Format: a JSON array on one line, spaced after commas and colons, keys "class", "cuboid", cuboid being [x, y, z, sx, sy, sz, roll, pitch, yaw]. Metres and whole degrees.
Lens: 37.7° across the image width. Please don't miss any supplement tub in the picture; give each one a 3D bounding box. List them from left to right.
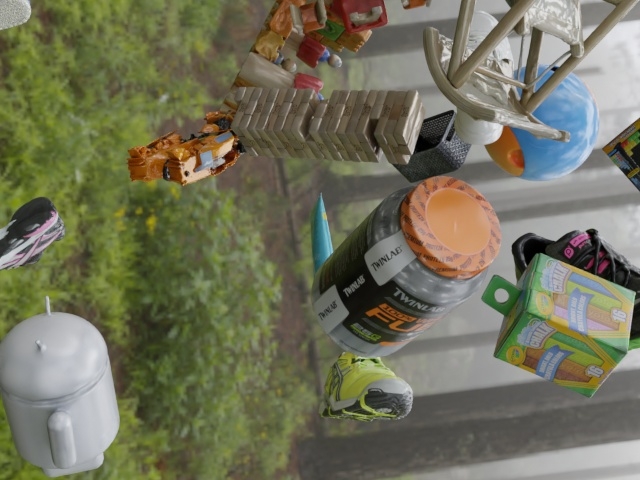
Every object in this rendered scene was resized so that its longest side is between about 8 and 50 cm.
[{"class": "supplement tub", "cuboid": [0.128, 0.042, 1.437, 0.316, 0.193, 0.194, 131, -43, -54]}]

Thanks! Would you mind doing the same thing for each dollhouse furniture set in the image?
[{"class": "dollhouse furniture set", "cuboid": [0.060, -0.519, 1.746, 0.135, 0.262, 0.259, -20, 98, -87]}]

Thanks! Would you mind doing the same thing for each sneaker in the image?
[{"class": "sneaker", "cuboid": [-0.494, -0.331, 1.348, 0.085, 0.152, 0.058, -116, -170, -52]}, {"class": "sneaker", "cuboid": [-0.444, 0.017, 1.351, 0.072, 0.178, 0.077, 58, -3, 33]}, {"class": "sneaker", "cuboid": [0.077, 0.283, 1.869, 0.384, 0.145, 0.147, 148, -51, -71]}, {"class": "sneaker", "cuboid": [0.301, -0.325, 1.708, 0.152, 0.114, 0.305, 81, 11, -55]}, {"class": "sneaker", "cuboid": [0.553, 0.086, 1.903, 0.482, 0.185, 0.202, 11, -46, 57]}]

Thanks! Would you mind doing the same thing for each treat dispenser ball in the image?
[{"class": "treat dispenser ball", "cuboid": [0.539, -0.289, 2.308, 0.288, 0.288, 0.288, 173, -90, -88]}]

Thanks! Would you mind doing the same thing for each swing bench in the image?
[{"class": "swing bench", "cuboid": [0.280, -0.284, 1.283, 0.253, 0.165, 0.255, 3, 116, -55]}]

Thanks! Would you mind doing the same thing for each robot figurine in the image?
[{"class": "robot figurine", "cuboid": [-0.486, 0.278, 1.737, 0.300, 0.199, 0.354, -120, -156, -50]}, {"class": "robot figurine", "cuboid": [-0.220, -0.183, 1.805, 0.291, 0.211, 0.085, -35, 123, -46]}]

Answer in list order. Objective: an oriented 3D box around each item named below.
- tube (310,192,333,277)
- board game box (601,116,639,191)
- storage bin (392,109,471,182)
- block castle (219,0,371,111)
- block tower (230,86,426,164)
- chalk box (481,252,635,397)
[{"class": "tube", "cuboid": [0.000, 0.000, 2.101, 0.080, 0.052, 0.207, 127, -38, -51]}, {"class": "board game box", "cuboid": [0.539, -0.142, 1.421, 0.141, 0.048, 0.170, 51, -45, 7]}, {"class": "storage bin", "cuboid": [0.260, -0.218, 2.193, 0.084, 0.180, 0.122, 42, 59, -26]}, {"class": "block castle", "cuboid": [-0.044, -0.379, 1.990, 0.303, 0.212, 0.453, -64, -171, -8]}, {"class": "block tower", "cuboid": [0.007, -0.196, 1.591, 0.091, 0.335, 0.097, 55, 49, -53]}, {"class": "chalk box", "cuboid": [0.354, 0.121, 1.445, 0.132, 0.213, 0.132, 108, 5, -48]}]
